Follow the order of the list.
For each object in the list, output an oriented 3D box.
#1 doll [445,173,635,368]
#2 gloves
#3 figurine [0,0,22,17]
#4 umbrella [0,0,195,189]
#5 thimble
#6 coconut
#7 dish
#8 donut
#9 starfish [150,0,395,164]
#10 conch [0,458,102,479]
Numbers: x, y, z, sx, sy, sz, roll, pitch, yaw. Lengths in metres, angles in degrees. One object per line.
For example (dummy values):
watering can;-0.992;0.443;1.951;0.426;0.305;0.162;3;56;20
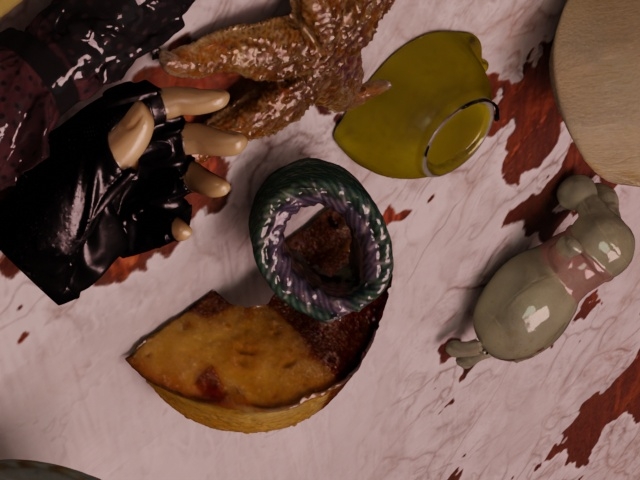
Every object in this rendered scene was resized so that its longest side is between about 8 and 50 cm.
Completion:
doll;0.263;0.052;2.124;0.275;0.113;0.155;-52;155;0
gloves;-0.150;-0.045;1.391;0.203;0.124;0.164;-45;164;-7
figurine;-0.243;-0.205;1.076;0.324;0.124;0.222;-41;148;-23
umbrella;-0.211;-0.102;1.274;0.326;0.094;0.090;-43;-164;-18
thimble;0.000;-0.003;1.638;0.118;0.135;0.090;-35;-165;7
coconut;0.348;-0.174;1.860;0.245;0.247;0.245;-8;100;-51
dish;0.110;-0.116;1.736;0.208;0.080;0.148;-28;145;-34
donut;-0.023;0.096;1.732;0.295;0.151;0.112;-38;160;-24
starfish;-0.014;-0.165;1.516;0.302;0.060;0.299;-36;152;-23
conch;-0.283;0.296;1.521;0.303;0.215;0.319;-38;177;-36
